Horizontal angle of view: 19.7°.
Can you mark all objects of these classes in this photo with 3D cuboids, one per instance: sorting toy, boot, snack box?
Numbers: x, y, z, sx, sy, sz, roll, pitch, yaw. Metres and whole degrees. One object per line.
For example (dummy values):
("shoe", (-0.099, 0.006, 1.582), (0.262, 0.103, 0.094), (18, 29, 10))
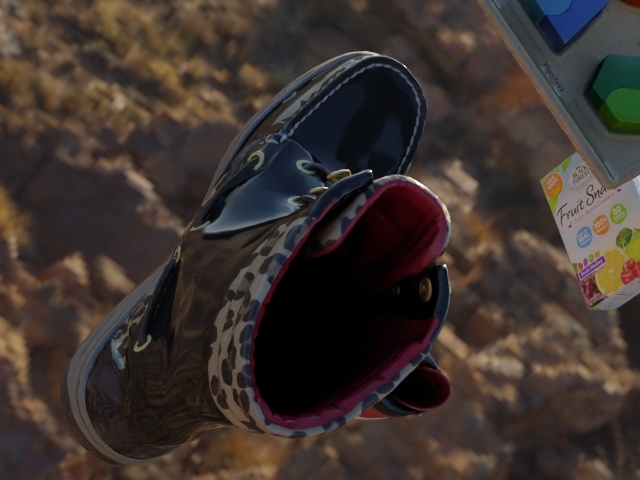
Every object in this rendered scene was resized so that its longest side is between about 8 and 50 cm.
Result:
("sorting toy", (0.285, -0.133, 1.534), (0.229, 0.041, 0.307), (-27, 78, -30))
("boot", (0.000, 0.000, 1.263), (0.138, 0.284, 0.377), (48, 67, -14))
("snack box", (0.268, -0.019, 1.711), (0.037, 0.100, 0.141), (3, 60, -40))
("boot", (0.059, 0.121, 1.567), (0.176, 0.088, 0.244), (22, -7, 36))
